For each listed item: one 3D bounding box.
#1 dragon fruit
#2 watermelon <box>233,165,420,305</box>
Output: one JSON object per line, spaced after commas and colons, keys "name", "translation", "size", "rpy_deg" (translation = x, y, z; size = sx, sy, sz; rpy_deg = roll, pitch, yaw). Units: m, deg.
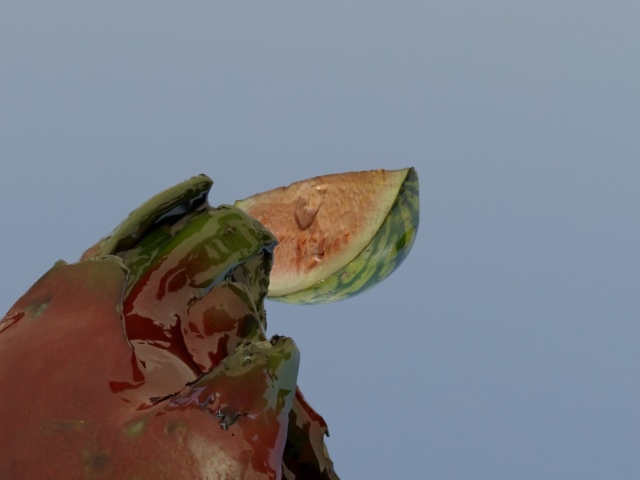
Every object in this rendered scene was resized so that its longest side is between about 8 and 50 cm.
{"name": "dragon fruit", "translation": [-0.063, 0.109, 0.669], "size": [0.200, 0.198, 0.269], "rpy_deg": [51, -132, -4]}
{"name": "watermelon", "translation": [0.007, 0.011, 1.198], "size": [0.163, 0.087, 0.069], "rpy_deg": [-8, 149, 43]}
